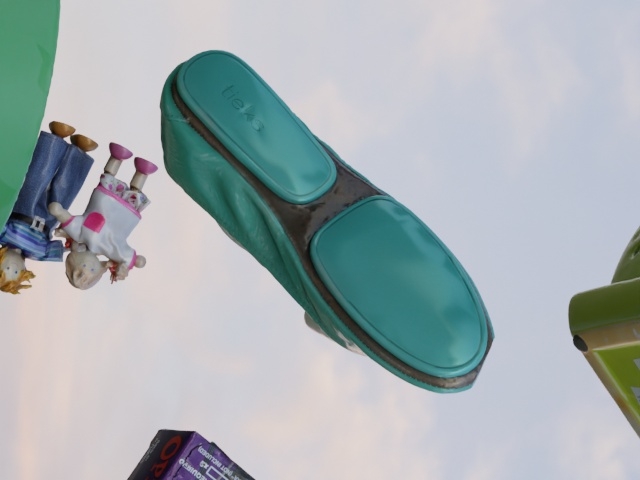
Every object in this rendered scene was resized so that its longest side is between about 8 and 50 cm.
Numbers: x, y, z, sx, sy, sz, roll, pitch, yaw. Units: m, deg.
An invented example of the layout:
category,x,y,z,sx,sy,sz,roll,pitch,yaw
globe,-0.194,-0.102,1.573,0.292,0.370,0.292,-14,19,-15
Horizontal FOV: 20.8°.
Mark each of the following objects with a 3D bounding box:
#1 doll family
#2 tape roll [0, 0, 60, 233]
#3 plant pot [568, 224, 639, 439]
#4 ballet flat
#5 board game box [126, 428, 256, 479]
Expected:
category,x,y,z,sx,sy,sz,roll,pitch,yaw
doll family,-0.285,-0.042,1.602,0.118,0.263,0.163,-3,-120,61
tape roll,-0.258,-0.106,0.988,0.321,0.077,0.321,-14,-108,51
plant pot,0.351,0.073,1.407,0.228,0.207,0.227,56,-24,-6
ballet flat,0.000,0.000,0.961,0.247,0.083,0.087,47,-30,18
board game box,0.000,0.274,0.835,0.208,0.347,0.056,-55,-159,-18
